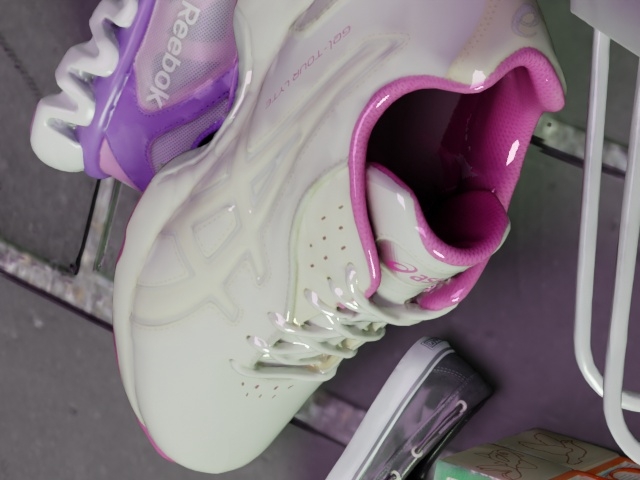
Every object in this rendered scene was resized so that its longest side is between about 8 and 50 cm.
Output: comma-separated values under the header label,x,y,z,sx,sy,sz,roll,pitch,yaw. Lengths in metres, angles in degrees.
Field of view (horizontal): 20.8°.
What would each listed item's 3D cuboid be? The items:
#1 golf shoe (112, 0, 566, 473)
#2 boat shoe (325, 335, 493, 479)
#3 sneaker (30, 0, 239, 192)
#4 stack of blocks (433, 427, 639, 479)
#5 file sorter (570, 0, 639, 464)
label,x,y,z,sx,sy,sz,roll,pitch,yaw
golf shoe,0.000,0.000,0.713,0.140,0.115,0.306,57,136,41
boat shoe,0.029,0.110,0.785,0.040,0.049,0.142,35,111,20
sneaker,-0.036,-0.108,0.771,0.104,0.095,0.236,35,118,14
stack of blocks,0.086,0.237,0.738,0.171,0.087,0.297,15,103,34
file sorter,0.193,0.018,0.518,0.192,0.278,0.173,1,106,-5
